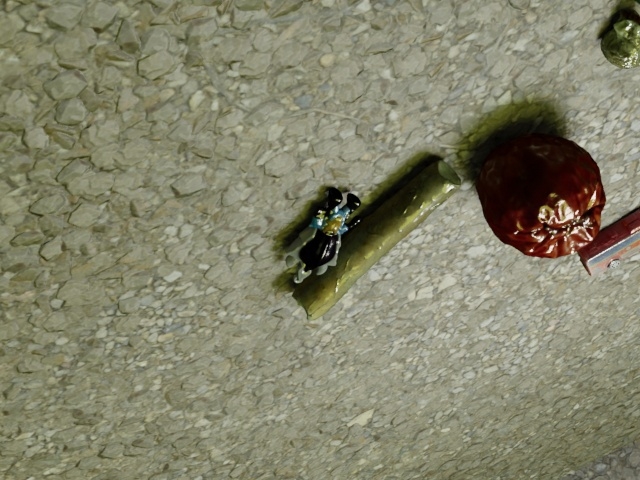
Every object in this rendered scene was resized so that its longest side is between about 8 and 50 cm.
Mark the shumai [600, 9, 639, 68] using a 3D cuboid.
[{"bbox_3d":[0.497,-0.323,1.874,0.082,0.083,0.080,-62,172,-13],"label":"shumai"}]

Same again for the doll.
[{"bbox_3d":[0.000,0.000,1.976,0.096,0.070,0.195,14,123,-26],"label":"doll"}]

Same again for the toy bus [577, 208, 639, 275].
[{"bbox_3d":[0.624,-0.002,2.419,0.192,0.065,0.077,-31,140,5],"label":"toy bus"}]

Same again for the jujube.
[{"bbox_3d":[0.383,-0.082,2.025,0.213,0.213,0.232,-35,151,12],"label":"jujube"}]

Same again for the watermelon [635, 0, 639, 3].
[{"bbox_3d":[0.477,-0.454,1.456,0.363,0.363,0.363,-19,146,-13],"label":"watermelon"}]

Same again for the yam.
[{"bbox_3d":[0.089,0.001,2.029,0.371,0.083,0.083,-44,143,19],"label":"yam"}]
